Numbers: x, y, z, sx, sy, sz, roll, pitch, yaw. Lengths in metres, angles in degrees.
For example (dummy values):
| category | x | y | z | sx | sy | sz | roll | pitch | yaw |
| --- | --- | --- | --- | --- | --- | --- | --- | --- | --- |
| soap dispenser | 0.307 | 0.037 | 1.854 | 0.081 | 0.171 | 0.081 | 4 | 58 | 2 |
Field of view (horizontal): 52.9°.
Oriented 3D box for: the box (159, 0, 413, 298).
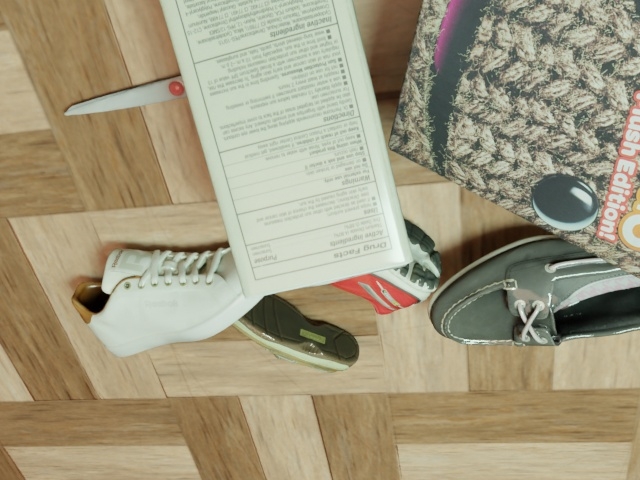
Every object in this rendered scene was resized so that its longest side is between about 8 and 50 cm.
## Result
| category | x | y | z | sx | sy | sz | roll | pitch | yaw |
| --- | --- | --- | --- | --- | --- | --- | --- | --- | --- |
| box | -0.027 | -0.123 | 0.538 | 0.148 | 0.121 | 0.311 | -12 | 101 | 7 |

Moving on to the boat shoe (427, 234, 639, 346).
| category | x | y | z | sx | sy | sz | roll | pitch | yaw |
| --- | --- | --- | --- | --- | --- | --- | --- | --- | --- |
| boat shoe | 0.282 | 0.053 | 0.671 | 0.335 | 0.095 | 0.112 | -16 | 123 | 5 |

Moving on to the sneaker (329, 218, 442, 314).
| category | x | y | z | sx | sy | sz | roll | pitch | yaw |
| --- | --- | --- | --- | --- | --- | --- | --- | --- | --- |
| sneaker | 0.000 | 0.000 | 0.708 | 0.279 | 0.107 | 0.118 | 35 | 132 | -13 |

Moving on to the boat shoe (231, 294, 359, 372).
| category | x | y | z | sx | sy | sz | roll | pitch | yaw |
| --- | --- | --- | --- | --- | --- | --- | --- | --- | --- |
| boat shoe | -0.047 | 0.128 | 0.827 | 0.190 | 0.068 | 0.072 | 29 | 135 | -12 |

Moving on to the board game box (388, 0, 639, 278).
| category | x | y | z | sx | sy | sz | roll | pitch | yaw |
| --- | --- | --- | --- | --- | --- | --- | --- | --- | --- |
| board game box | 0.225 | -0.126 | 0.477 | 0.291 | 0.141 | 0.232 | 32 | 131 | 28 |

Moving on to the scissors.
| category | x | y | z | sx | sy | sz | roll | pitch | yaw |
| --- | --- | --- | --- | --- | --- | --- | --- | --- | --- |
| scissors | -0.127 | -0.153 | 0.663 | 0.297 | 0.021 | 0.109 | -23 | 121 | 20 |

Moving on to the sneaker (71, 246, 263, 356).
| category | x | y | z | sx | sy | sz | roll | pitch | yaw |
| --- | --- | --- | --- | --- | --- | --- | --- | --- | --- |
| sneaker | -0.183 | 0.053 | 0.765 | 0.290 | 0.106 | 0.123 | -23 | 121 | 24 |
